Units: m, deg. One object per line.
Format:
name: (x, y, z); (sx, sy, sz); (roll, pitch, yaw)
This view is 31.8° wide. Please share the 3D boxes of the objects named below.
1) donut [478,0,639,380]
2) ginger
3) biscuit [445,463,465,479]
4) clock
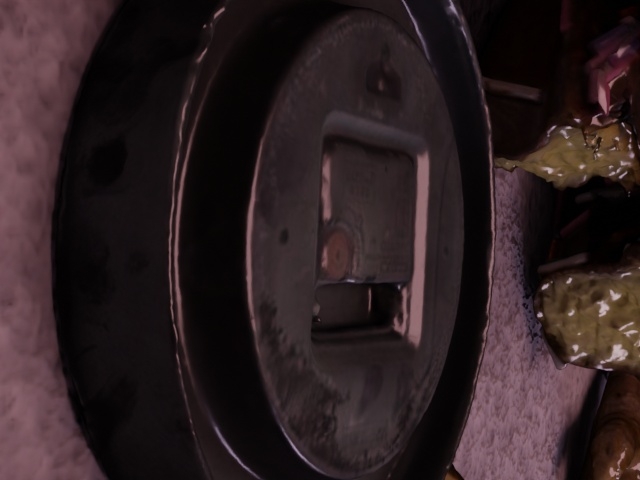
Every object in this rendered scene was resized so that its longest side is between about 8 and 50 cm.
donut: (0.217, -0.079, 0.850); (0.345, 0.136, 0.259); (58, 43, -46)
ginger: (0.264, 0.263, 1.009); (0.166, 0.080, 0.333); (42, 58, -68)
biscuit: (0.069, 0.176, 0.721); (0.083, 0.018, 0.081); (55, 47, -46)
clock: (0.001, 0.000, 0.543); (0.319, 0.066, 0.318); (-10, 101, -59)
